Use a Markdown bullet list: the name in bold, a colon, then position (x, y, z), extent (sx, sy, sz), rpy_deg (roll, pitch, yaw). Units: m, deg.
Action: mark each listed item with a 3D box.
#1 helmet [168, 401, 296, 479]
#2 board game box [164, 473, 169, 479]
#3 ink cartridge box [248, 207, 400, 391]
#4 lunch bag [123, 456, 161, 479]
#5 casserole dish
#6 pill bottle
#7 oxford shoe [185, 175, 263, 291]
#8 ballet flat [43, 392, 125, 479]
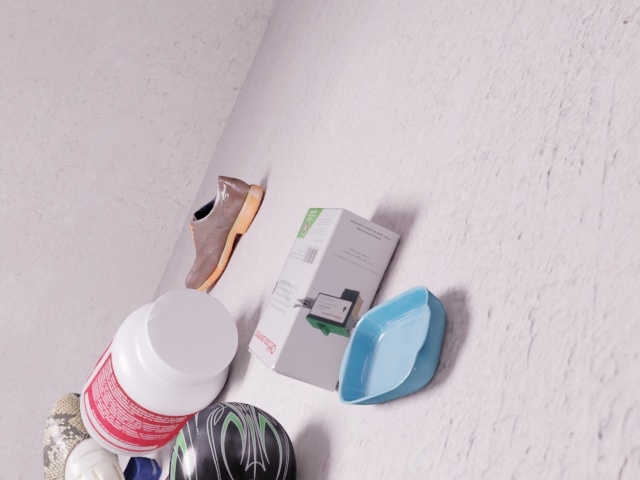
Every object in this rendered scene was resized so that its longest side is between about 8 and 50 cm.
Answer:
- **helmet**: position (-0.107, 0.279, 0.934), extent (0.169, 0.169, 0.161), rpy_deg (148, 127, -63)
- **board game box**: position (-0.330, 0.524, 1.369), extent (0.145, 0.027, 0.281), rpy_deg (-57, -1, 28)
- **ink cartridge box**: position (-0.001, 0.072, 1.014), extent (0.219, 0.093, 0.160), rpy_deg (-67, 15, -3)
- **lunch bag**: position (-0.391, 0.523, 1.663), extent (0.098, 0.065, 0.067), rpy_deg (-63, 31, 6)
- **casserole dish**: position (0.077, 0.117, 0.806), extent (0.188, 0.037, 0.114), rpy_deg (-37, 32, 58)
- **pill bottle**: position (-0.317, 0.260, 1.506), extent (0.407, 0.229, 0.229), rpy_deg (-47, 24, 48)
- **oxford shoe**: position (-0.282, -0.015, 1.967), extent (0.363, 0.133, 0.130), rpy_deg (-58, 18, 24)
- **ballet flat**: position (-0.481, 0.568, 1.595), extent (0.182, 0.164, 0.482), rpy_deg (0, 88, 45)
